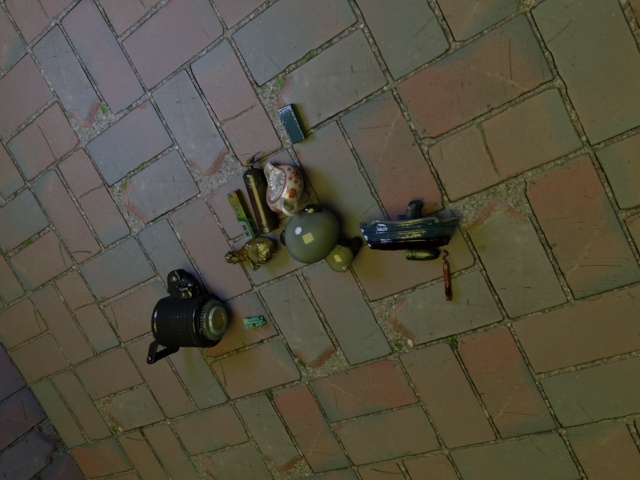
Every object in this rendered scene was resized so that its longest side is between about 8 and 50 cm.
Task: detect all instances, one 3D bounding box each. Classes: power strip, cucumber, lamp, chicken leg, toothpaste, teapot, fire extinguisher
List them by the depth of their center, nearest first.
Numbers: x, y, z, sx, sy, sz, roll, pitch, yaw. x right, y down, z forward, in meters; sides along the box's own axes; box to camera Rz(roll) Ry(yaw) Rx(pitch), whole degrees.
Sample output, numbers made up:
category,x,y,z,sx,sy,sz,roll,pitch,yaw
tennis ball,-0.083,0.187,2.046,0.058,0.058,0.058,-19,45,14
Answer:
category,x,y,z,sx,sy,sz,roll,pitch,yaw
cucumber,0.319,0.042,1.704,0.105,0.048,0.048,4,111,23
power strip,-0.089,-0.372,1.744,0.056,0.032,0.123,-18,100,28
teapot,-0.113,-0.159,1.764,0.116,0.246,0.159,31,112,-36
lamp,0.000,0.000,1.771,0.243,0.198,0.198,34,122,-17
fire extinguisher,-0.200,-0.161,1.857,0.089,0.072,0.268,-16,103,1
toothpaste,-0.273,-0.091,1.931,0.043,0.037,0.179,-17,101,27
chicken leg,-0.247,0.052,1.946,0.227,0.088,0.103,-22,115,28
lamp,-0.490,0.316,2.083,0.272,0.205,0.374,16,104,23

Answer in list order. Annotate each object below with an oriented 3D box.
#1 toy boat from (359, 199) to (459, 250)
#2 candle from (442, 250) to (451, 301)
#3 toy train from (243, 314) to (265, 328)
category,x,y,z,sx,sy,sz,roll,pitch,yaw
toy boat,0.264,-0.048,1.662,0.309,0.129,0.143,-4,74,22
candle,0.395,0.111,1.710,0.021,0.026,0.168,-2,108,21
toy train,-0.249,0.309,2.078,0.092,0.029,0.045,-15,87,24
